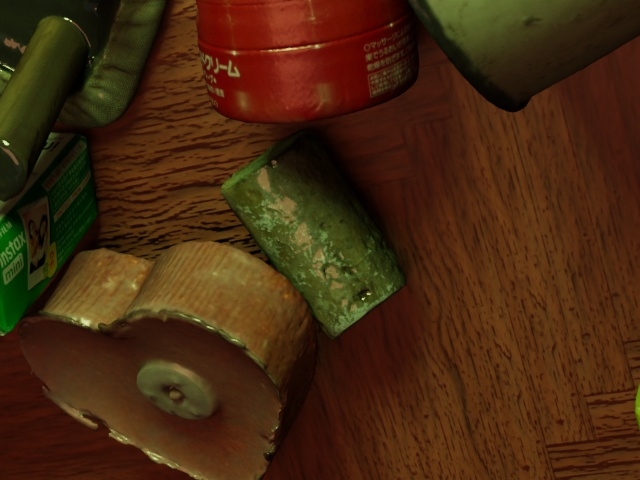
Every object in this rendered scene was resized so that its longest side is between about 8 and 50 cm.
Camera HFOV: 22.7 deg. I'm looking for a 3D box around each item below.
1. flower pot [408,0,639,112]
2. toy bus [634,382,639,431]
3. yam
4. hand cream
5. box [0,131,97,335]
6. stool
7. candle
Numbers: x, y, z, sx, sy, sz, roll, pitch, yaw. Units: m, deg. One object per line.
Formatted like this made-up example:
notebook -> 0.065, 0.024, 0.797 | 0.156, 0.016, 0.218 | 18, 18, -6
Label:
flower pot -> 0.212, -0.300, 1.187 | 0.330, 0.293, 0.293 | -29, 102, 19
toy bus -> 0.380, 0.233, 1.453 | 0.150, 0.128, 0.262 | -10, 109, 23
yam -> 0.000, 0.000, 1.486 | 0.107, 0.107, 0.194 | -28, 104, 27
hand cream -> -0.013, -0.184, 1.359 | 0.193, 0.193, 0.125 | -2, 111, 20
box -> -0.334, -0.014, 1.513 | 0.180, 0.250, 0.103 | 3, 122, 15
stool -> -0.309, -0.240, 1.414 | 0.310, 0.226, 0.310 | 23, 119, 6
candle -> -0.118, 0.121, 1.551 | 0.317, 0.131, 0.287 | -7, 128, 42
